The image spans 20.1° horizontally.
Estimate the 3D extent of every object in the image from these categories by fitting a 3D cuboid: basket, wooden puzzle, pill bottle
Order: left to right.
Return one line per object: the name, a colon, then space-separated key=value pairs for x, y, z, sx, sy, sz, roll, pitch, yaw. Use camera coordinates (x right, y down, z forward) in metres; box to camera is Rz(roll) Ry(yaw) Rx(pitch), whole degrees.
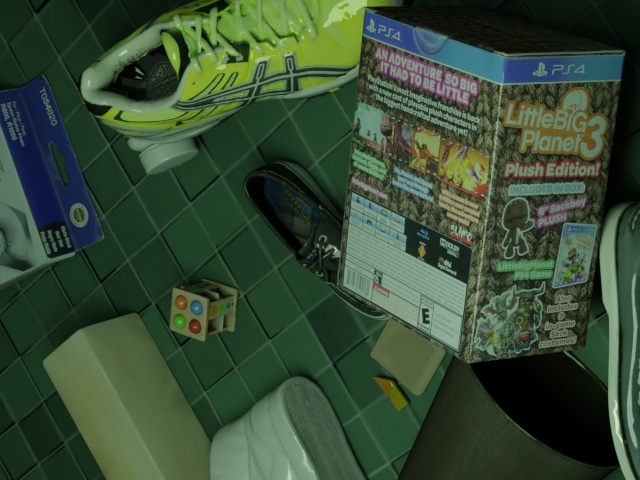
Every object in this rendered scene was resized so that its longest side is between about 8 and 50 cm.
pill bottle: x=-0.194 y=-0.149 z=2.043 sx=0.078 sy=0.078 sz=0.137 roll=-30 pitch=81 yaw=37
wooden puzzle: x=0.094 y=0.120 z=1.923 sx=0.078 sy=0.014 sz=0.116 roll=45 pitch=123 yaw=17
basket: x=0.172 y=0.225 z=1.804 sx=0.204 sy=0.154 sz=0.227 roll=44 pitch=126 yaw=19

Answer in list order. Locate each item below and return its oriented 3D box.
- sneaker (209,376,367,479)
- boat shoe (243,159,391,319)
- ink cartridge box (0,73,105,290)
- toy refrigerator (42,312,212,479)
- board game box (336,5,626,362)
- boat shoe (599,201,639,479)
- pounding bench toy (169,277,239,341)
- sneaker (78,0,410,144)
sneaker: x=-0.023 y=0.317 z=2.004 sx=0.169 sy=0.108 sz=0.293 roll=-35 pitch=68 yaw=38
boat shoe: x=0.000 y=0.000 z=1.924 sx=0.228 sy=0.076 sz=0.080 roll=51 pitch=122 yaw=21
ink cartridge box: x=-0.388 y=-0.065 z=2.230 sx=0.224 sy=0.045 sz=0.223 roll=-24 pitch=84 yaw=38
toy refrigerator: x=-0.210 y=0.229 z=2.122 sx=0.094 sy=0.102 sz=0.269 roll=-39 pitch=76 yaw=36
board game box: x=0.146 y=-0.061 z=1.718 sx=0.232 sy=0.141 sz=0.291 roll=29 pitch=119 yaw=54
boat shoe: x=0.334 y=0.118 z=1.675 sx=0.099 sy=0.116 sz=0.319 roll=-8 pitch=90 yaw=42
pounding bench toy: x=-0.147 y=0.076 z=2.063 sx=0.083 sy=0.065 sz=0.052 roll=16 pitch=109 yaw=34
sneaker: x=-0.078 y=-0.200 z=1.874 sx=0.384 sy=0.147 sz=0.145 roll=-27 pitch=81 yaw=22
